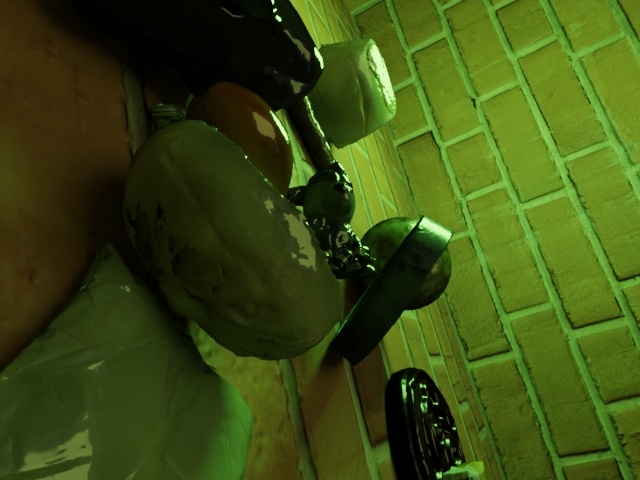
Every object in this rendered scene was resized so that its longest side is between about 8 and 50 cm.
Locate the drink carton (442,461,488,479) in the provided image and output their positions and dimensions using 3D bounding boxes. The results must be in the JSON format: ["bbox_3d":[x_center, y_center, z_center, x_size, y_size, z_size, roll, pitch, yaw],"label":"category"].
[{"bbox_3d":[0.312,0.530,1.041,0.200,0.075,0.084,27,48,-56],"label":"drink carton"}]

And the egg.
[{"bbox_3d":[0.212,0.061,1.208,0.238,0.238,0.289,63,-11,-17],"label":"egg"}]

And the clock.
[{"bbox_3d":[0.132,0.093,0.922,0.066,0.319,0.319,36,19,6],"label":"clock"}]

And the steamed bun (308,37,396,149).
[{"bbox_3d":[0.060,-0.398,1.360,0.290,0.274,0.272,54,40,-29],"label":"steamed bun"}]

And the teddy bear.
[{"bbox_3d":[0.002,-0.040,0.911,0.144,0.171,0.250,145,-65,-72],"label":"teddy bear"}]

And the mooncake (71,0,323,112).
[{"bbox_3d":[-0.175,-0.353,0.672,0.381,0.212,0.350,45,25,-43],"label":"mooncake"}]

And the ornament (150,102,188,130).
[{"bbox_3d":[-0.202,-0.158,0.664,0.068,0.041,0.092,47,19,-59],"label":"ornament"}]

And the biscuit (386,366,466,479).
[{"bbox_3d":[0.278,0.511,1.187,0.407,0.091,0.407,53,26,-40],"label":"biscuit"}]

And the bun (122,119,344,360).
[{"bbox_3d":[-0.109,0.014,0.517,0.287,0.146,0.287,47,-18,20],"label":"bun"}]

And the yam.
[{"bbox_3d":[-0.011,-0.259,1.248,0.274,0.061,0.061,63,20,-20],"label":"yam"}]

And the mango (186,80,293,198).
[{"bbox_3d":[-0.104,-0.093,0.668,0.113,0.139,0.253,-84,170,-52],"label":"mango"}]

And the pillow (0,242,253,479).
[{"bbox_3d":[-0.147,0.177,0.410,0.280,0.076,0.274,60,19,-26],"label":"pillow"}]
